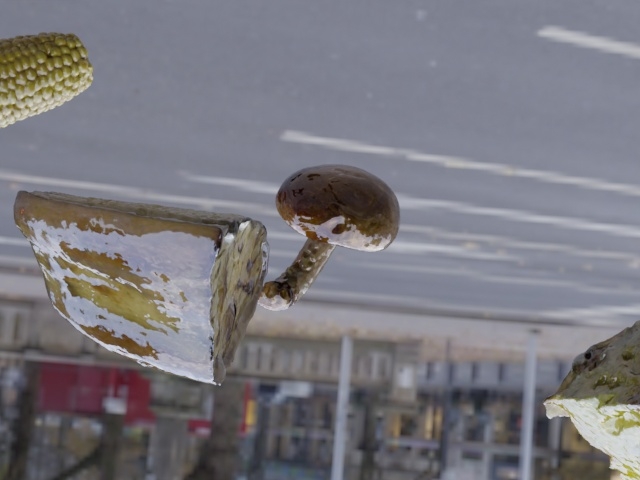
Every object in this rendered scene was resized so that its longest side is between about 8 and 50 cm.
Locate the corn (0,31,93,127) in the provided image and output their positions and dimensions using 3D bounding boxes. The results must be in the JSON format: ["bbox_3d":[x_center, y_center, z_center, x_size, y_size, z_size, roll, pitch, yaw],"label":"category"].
[{"bbox_3d":[-0.354,-0.142,1.429,0.260,0.091,0.091,-19,-159,-19],"label":"corn"}]

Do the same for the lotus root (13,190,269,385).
[{"bbox_3d":[-0.093,0.023,0.800,0.135,0.095,0.159,11,175,20],"label":"lotus root"}]

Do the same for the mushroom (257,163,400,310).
[{"bbox_3d":[0.002,-0.007,0.979,0.088,0.129,0.072,30,148,12],"label":"mushroom"}]

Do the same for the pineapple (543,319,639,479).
[{"bbox_3d":[0.238,0.072,0.808,0.114,0.186,0.236,38,121,-8],"label":"pineapple"}]
